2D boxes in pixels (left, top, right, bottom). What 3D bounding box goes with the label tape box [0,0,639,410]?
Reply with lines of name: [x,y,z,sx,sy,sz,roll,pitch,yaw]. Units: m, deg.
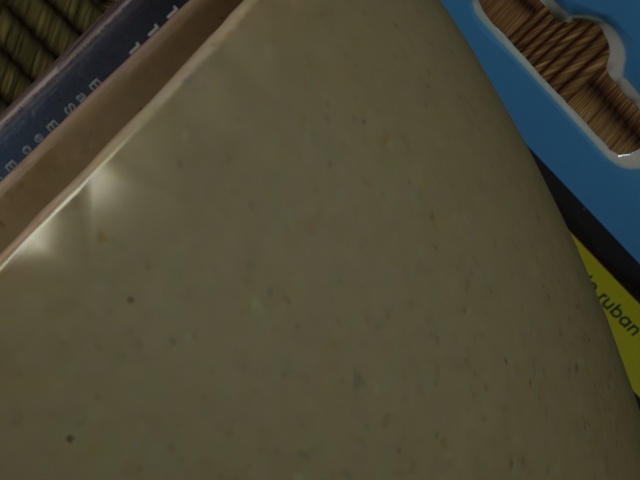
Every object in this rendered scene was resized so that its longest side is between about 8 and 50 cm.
label tape box: [0.000,0.000,0.733,0.348,0.249,0.115,-41,11,20]

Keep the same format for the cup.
cup: [-0.032,0.098,0.506,0.331,0.237,0.331,-44,10,10]
